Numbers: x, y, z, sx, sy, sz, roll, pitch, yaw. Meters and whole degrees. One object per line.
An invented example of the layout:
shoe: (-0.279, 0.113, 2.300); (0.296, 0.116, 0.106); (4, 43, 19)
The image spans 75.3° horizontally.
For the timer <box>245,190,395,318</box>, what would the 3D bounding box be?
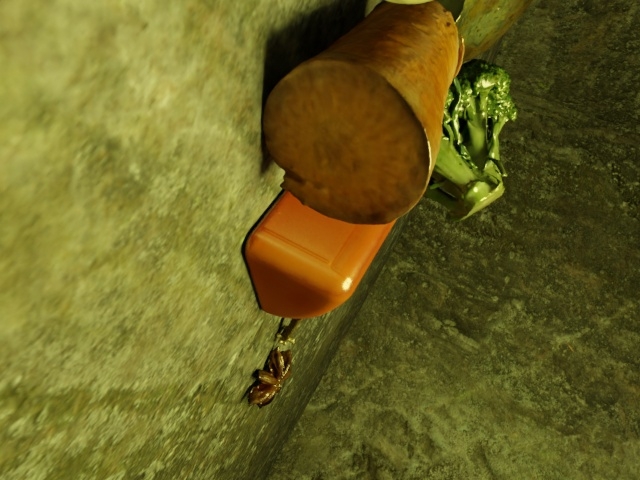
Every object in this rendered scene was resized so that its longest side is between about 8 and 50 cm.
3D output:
timer: (0.000, 0.000, 0.700); (0.257, 0.161, 0.250); (-56, 179, -26)

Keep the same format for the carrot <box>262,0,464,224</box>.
carrot: (0.074, -0.165, 0.495); (0.254, 0.196, 0.195); (-54, 163, -37)

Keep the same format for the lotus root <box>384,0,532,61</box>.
lotus root: (0.241, -0.384, 0.632); (0.260, 0.149, 0.266); (-9, 131, -51)

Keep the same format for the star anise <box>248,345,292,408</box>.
star anise: (-0.113, 0.321, 0.964); (0.167, 0.057, 0.167); (-56, 165, -23)

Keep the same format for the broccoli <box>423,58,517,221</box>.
broccoli: (0.233, -0.186, 0.780); (0.321, 0.283, 0.304); (-33, 161, 8)

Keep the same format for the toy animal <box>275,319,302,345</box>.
toy animal: (-0.024, 0.116, 0.879); (0.149, 0.054, 0.275); (-126, -121, -77)

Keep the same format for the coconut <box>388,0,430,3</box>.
coconut: (0.074, -0.282, 0.277); (0.224, 0.224, 0.224); (-56, 164, -25)
